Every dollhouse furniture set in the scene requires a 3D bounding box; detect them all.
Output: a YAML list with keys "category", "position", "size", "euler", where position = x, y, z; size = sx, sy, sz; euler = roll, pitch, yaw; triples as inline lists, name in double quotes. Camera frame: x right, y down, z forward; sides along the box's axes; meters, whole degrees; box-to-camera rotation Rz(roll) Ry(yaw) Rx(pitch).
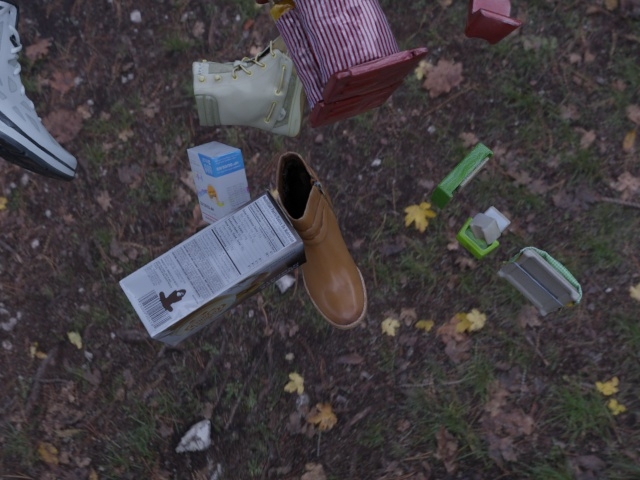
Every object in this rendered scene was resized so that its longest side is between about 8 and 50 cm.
- category: "dollhouse furniture set"
  position: [0.170, -0.008, 0.569]
  size: [0.152, 0.076, 0.058]
  euler: [44, 75, 10]
- category: "dollhouse furniture set"
  position: [0.123, -0.308, 0.828]
  size: [0.374, 0.152, 0.201]
  euler: [-23, 84, -18]

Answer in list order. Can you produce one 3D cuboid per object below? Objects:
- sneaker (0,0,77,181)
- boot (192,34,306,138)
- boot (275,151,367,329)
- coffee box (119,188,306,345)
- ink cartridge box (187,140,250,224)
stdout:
- category: "sneaker"
  position: [-0.604, -0.315, 1.296]
  size: [0.169, 0.447, 0.257]
  euler: [14, 70, 33]
- category: "boot"
  position: [-0.122, -0.307, 1.152]
  size: [0.204, 0.262, 0.095]
  euler: [6, 41, -3]
- category: "boot"
  position: [0.000, 0.000, 1.119]
  size: [0.109, 0.220, 0.283]
  euler: [-14, 69, 4]
- category: "coffee box"
  position: [-0.150, 0.045, 0.979]
  size: [0.247, 0.141, 0.098]
  euler: [-32, 79, -8]
- category: "ink cartridge box"
  position: [-0.179, -0.082, 1.215]
  size: [0.062, 0.181, 0.104]
  euler: [-23, 28, -28]
